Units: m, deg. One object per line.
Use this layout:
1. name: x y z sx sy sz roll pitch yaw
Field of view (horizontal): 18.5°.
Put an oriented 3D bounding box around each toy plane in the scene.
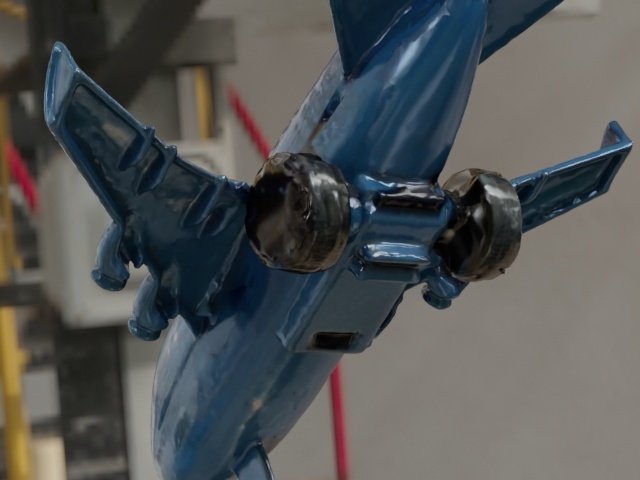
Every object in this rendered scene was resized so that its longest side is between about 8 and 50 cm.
1. toy plane: 0.000 0.000 0.731 0.254 0.271 0.105 4 31 -35
